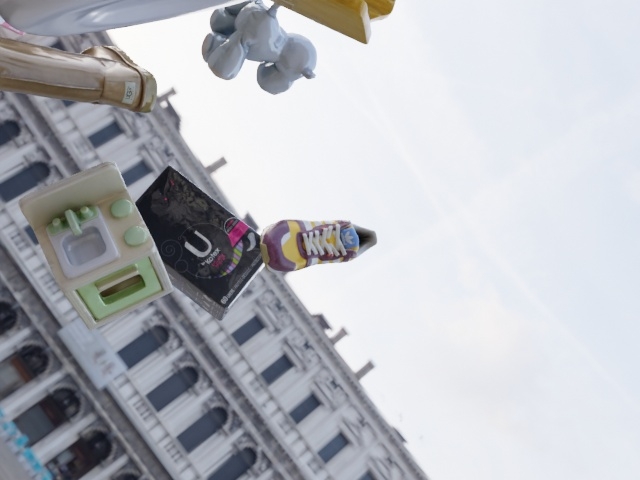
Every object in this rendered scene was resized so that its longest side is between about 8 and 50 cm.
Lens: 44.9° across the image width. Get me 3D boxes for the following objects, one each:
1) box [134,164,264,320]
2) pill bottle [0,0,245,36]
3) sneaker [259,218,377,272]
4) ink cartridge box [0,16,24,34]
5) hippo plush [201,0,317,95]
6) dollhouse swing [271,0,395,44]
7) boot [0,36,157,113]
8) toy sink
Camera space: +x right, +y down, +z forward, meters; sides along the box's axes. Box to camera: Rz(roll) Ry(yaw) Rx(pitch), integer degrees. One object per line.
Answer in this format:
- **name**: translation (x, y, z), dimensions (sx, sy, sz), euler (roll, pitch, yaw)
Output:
- **box**: translation (-0.251, 0.009, 1.546), dimensions (0.270, 0.165, 0.143), euler (37, -20, 0)
- **pill bottle**: translation (-0.132, -0.347, 0.453), dimensions (0.229, 0.229, 0.408), euler (8, -66, 58)
- **sneaker**: translation (0.000, 0.000, 0.983), dimensions (0.083, 0.185, 0.070), euler (-11, -90, 33)
- **ink cartridge box**: translation (-0.632, -0.544, 1.538), dimensions (0.092, 0.218, 0.158), euler (23, 3, 11)
- **hippo plush**: translation (-0.124, -0.493, 1.893), dimensions (0.294, 0.236, 0.234), euler (-38, -134, 31)
- **dollhouse swing**: translation (0.055, -0.589, 1.311), dimensions (0.315, 0.347, 0.305), euler (22, -10, -11)
- **boot**: translation (-0.404, -0.256, 1.124), dimensions (0.236, 0.269, 0.089), euler (24, -73, 47)
- **toy sink**: translation (-0.334, 0.017, 1.183), dimensions (0.131, 0.152, 0.234), euler (57, -16, 26)
